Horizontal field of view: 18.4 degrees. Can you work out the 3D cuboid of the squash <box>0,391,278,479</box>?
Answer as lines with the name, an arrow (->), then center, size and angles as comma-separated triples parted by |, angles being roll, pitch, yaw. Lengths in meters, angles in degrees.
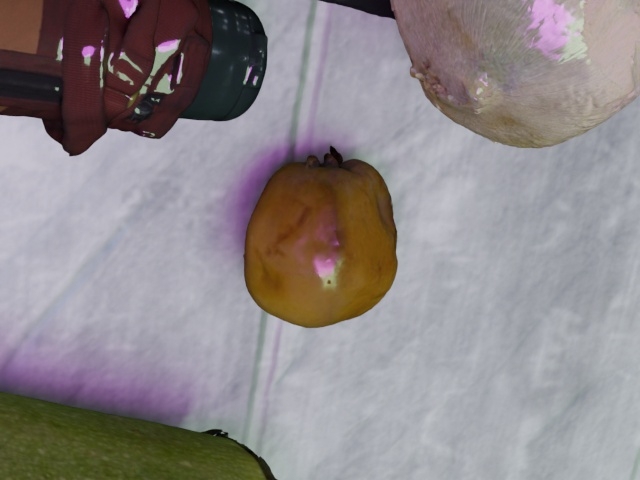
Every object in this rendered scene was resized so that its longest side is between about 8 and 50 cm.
squash -> -0.241, 0.240, 1.427 | 0.384, 0.263, 0.263 | 13, 116, -33

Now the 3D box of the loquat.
loquat -> 0.000, 0.000, 1.471 | 0.137, 0.113, 0.137 | -27, 125, -45

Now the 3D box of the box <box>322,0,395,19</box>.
box -> 0.061, -0.257, 1.349 | 0.350, 0.058, 0.211 | 12, 115, -32

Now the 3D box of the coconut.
coconut -> 0.139, -0.150, 1.312 | 0.194, 0.194, 0.194 | -13, 127, -17

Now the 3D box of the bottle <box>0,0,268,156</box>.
bottle -> -0.166, -0.128, 1.281 | 0.271, 0.156, 0.143 | 8, 86, -31
